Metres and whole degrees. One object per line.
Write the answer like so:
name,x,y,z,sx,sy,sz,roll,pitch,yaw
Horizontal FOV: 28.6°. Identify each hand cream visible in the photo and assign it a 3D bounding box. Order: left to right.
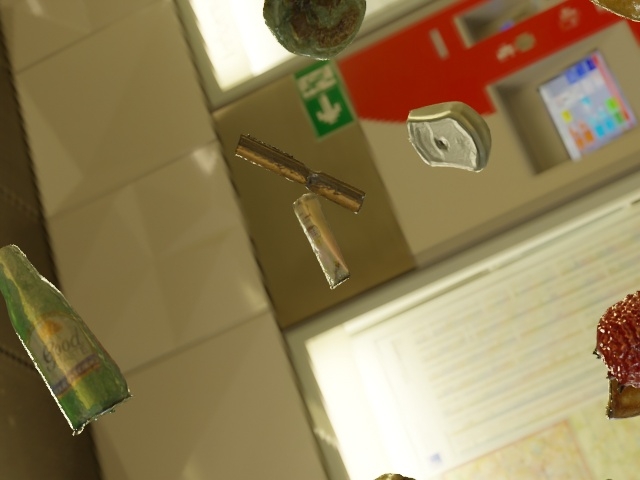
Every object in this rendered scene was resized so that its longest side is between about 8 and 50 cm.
hand cream,0.000,0.000,1.848,0.039,0.061,0.143,-15,-104,-36

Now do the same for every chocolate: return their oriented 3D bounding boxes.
chocolate,-0.396,0.138,1.859,0.291,0.110,0.110,56,-170,3

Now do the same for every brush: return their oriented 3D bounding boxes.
brush,-0.033,-0.120,2.203,0.248,0.043,0.036,25,-156,10

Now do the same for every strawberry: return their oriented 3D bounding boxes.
strawberry,0.418,0.118,1.544,0.131,0.148,0.131,15,-113,-38

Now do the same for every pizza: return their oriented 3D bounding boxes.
pizza,0.504,0.201,2.043,0.176,0.184,0.036,48,166,-1

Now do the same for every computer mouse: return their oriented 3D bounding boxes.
computer mouse,0.171,-0.137,1.627,0.181,0.056,0.089,8,123,63

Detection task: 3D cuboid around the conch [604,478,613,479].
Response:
conch,0.288,0.344,1.398,0.114,0.137,0.234,47,149,15

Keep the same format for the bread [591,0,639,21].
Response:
bread,0.356,-0.350,1.354,0.270,0.195,0.143,-94,5,-47

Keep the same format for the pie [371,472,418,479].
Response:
pie,0.151,0.357,1.531,0.185,0.218,0.052,105,-170,-63

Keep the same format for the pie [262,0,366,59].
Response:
pie,-0.005,-0.436,2.262,0.054,0.240,0.240,27,159,45
